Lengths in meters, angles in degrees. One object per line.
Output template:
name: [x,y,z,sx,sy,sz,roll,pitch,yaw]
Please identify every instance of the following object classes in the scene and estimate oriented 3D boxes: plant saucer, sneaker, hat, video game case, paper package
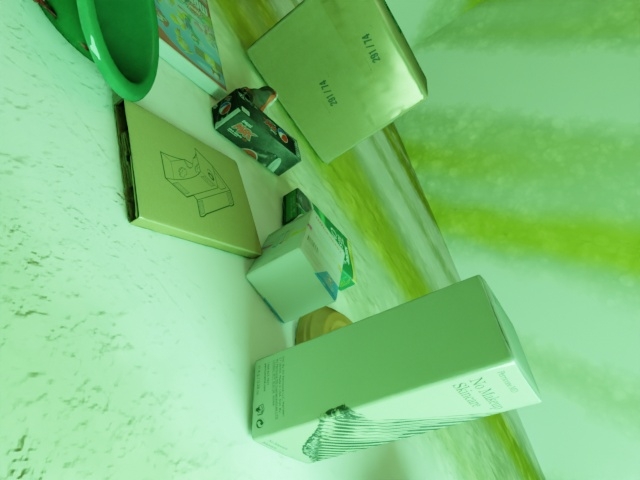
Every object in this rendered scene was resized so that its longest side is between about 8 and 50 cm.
plant saucer: [0.035,0.188,0.658,0.200,0.037,0.200,49,25,-32]
sneaker: [-0.125,-0.266,0.805,0.065,0.061,0.158,44,27,-25]
hat: [-0.298,-0.260,0.465,0.173,0.183,0.209,-84,175,-70]
video game case: [-0.250,-0.390,0.712,0.204,0.025,0.285,28,40,-55]
paper package: [0.048,-0.402,1.009,0.325,0.309,0.168,51,24,-23]

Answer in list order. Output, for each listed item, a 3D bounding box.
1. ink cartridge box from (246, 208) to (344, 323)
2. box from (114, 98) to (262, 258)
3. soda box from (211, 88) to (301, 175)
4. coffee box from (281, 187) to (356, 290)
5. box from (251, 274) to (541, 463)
ink cartridge box: [-0.029,0.030,0.627,0.092,0.089,0.143,55,22,-18]
box: [-0.159,-0.069,0.545,0.201,0.021,0.165,23,44,-57]
soda box: [-0.105,-0.179,0.741,0.169,0.060,0.053,31,36,-51]
coffee box: [0.000,0.000,0.793,0.184,0.040,0.113,46,27,-36]
box: [0.067,0.146,0.454,0.113,0.275,0.094,44,29,-38]
